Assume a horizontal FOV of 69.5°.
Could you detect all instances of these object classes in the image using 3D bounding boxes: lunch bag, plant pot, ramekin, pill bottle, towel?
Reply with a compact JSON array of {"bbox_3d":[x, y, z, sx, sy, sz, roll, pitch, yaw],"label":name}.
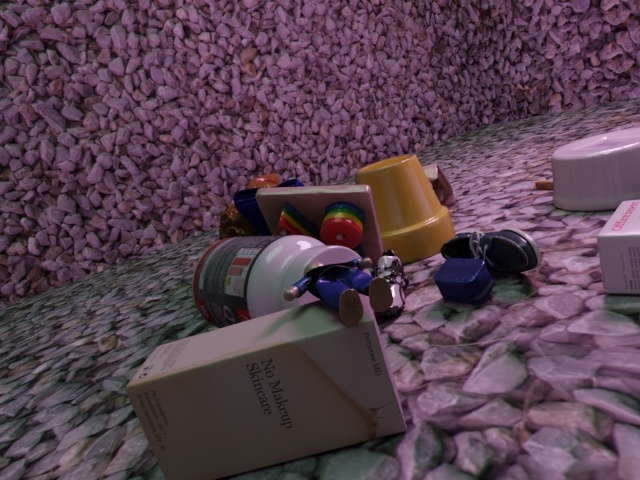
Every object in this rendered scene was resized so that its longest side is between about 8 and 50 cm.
[{"bbox_3d":[0.257,0.077,0.837,0.067,0.065,0.098,-44,26,-28],"label":"lunch bag"},{"bbox_3d":[0.199,-0.088,1.206,0.254,0.239,0.254,-17,14,4],"label":"plant pot"},{"bbox_3d":[0.711,-0.179,1.131,0.277,0.135,0.277,-17,13,4],"label":"ramekin"},{"bbox_3d":[-0.085,0.094,0.895,0.210,0.210,0.363,-27,16,-35],"label":"pill bottle"},{"bbox_3d":[-0.064,-0.017,1.183,0.228,0.308,0.076,-5,48,40],"label":"towel"}]

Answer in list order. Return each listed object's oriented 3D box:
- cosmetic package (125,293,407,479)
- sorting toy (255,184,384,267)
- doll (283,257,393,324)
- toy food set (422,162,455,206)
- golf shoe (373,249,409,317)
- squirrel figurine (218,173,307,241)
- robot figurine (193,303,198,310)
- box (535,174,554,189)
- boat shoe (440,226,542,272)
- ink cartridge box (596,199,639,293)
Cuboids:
[{"bbox_3d":[-0.063,0.188,0.598,0.309,0.160,0.113,-17,13,6],"label":"cosmetic package"},{"bbox_3d":[0.000,0.000,1.054,0.257,0.255,0.089,0,49,18],"label":"sorting toy"},{"bbox_3d":[0.015,0.055,0.593,0.129,0.046,0.189,-20,13,-14],"label":"doll"},{"bbox_3d":[0.285,-0.137,1.437,0.220,0.092,0.306,-13,-16,23],"label":"toy food set"},{"bbox_3d":[0.127,0.083,0.920,0.077,0.094,0.198,-12,16,17],"label":"golf shoe"},{"bbox_3d":[-0.095,-0.053,1.432,0.370,0.281,0.397,8,14,30],"label":"squirrel figurine"},{"bbox_3d":[-0.282,0.154,1.221,0.101,0.067,0.115,-43,21,-17],"label":"robot figurine"},{"bbox_3d":[0.722,-0.185,1.376,0.136,0.028,0.081,-24,14,-19],"label":"box"},{"bbox_3d":[0.323,0.022,0.907,0.079,0.095,0.254,-19,12,-12],"label":"boat shoe"},{"bbox_3d":[0.556,0.002,0.668,0.237,0.100,0.172,-4,19,46],"label":"ink cartridge box"}]
